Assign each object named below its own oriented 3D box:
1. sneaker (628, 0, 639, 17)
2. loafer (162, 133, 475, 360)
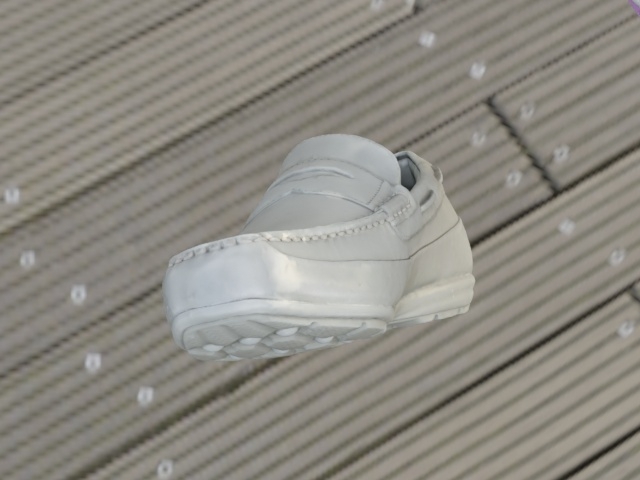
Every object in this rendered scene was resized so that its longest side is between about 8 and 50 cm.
[{"bbox_3d":[0.249,-0.106,0.962,0.102,0.161,0.282,-41,61,6],"label":"sneaker"},{"bbox_3d":[0.000,0.000,0.971,0.112,0.319,0.111,-11,89,18],"label":"loafer"}]
